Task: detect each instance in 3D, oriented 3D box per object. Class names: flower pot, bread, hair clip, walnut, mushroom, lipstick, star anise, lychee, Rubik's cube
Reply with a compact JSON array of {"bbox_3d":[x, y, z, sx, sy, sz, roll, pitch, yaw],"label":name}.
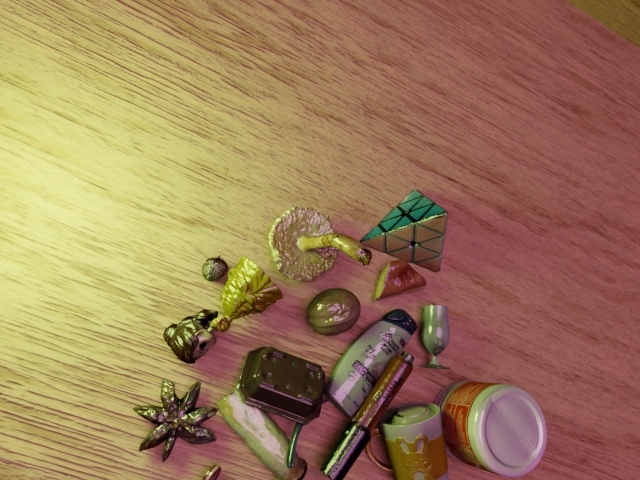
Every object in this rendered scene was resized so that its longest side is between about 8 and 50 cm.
[{"bbox_3d":[-0.093,0.387,1.270,0.251,0.084,0.178,23,45,-9],"label":"flower pot"},{"bbox_3d":[0.255,0.124,1.506,0.193,0.067,0.119,-9,87,-20],"label":"bread"},{"bbox_3d":[-0.051,0.520,1.272,0.070,0.039,0.229,41,45,-6],"label":"hair clip"},{"bbox_3d":[0.042,0.213,1.373,0.162,0.140,0.140,-23,84,-33],"label":"walnut"},{"bbox_3d":[-0.276,0.663,1.163,0.102,0.123,0.138,30,60,21],"label":"hair clip"},{"bbox_3d":[0.007,-0.012,1.350,0.232,0.302,0.208,58,32,-12],"label":"mushroom"},{"bbox_3d":[0.144,0.498,1.311,0.077,0.077,0.418,41,70,-5],"label":"lipstick"},{"bbox_3d":[-0.378,0.458,1.194,0.213,0.073,0.196,-16,76,-19],"label":"star anise"},{"bbox_3d":[-0.306,0.081,1.323,0.067,0.068,0.083,29,86,21],"label":"lychee"},{"bbox_3d":[-0.156,0.539,1.249,0.100,0.081,0.312,-38,89,-29],"label":"mushroom"},{"bbox_3d":[0.314,-0.037,1.528,0.229,0.233,0.228,34,108,29],"label":"Rubik's cube"}]

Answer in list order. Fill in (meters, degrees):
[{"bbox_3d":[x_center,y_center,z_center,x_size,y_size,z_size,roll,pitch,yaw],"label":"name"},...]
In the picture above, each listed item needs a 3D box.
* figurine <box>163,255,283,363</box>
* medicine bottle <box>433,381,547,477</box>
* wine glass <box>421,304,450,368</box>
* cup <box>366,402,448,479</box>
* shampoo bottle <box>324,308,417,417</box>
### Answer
[{"bbox_3d":[-0.270,0.211,1.259,0.168,0.187,0.315,47,75,-8],"label":"figurine"},{"bbox_3d":[0.506,0.561,1.387,0.253,0.241,0.252,4,75,-18],"label":"medicine bottle"},{"bbox_3d":[0.374,0.313,1.486,0.093,0.093,0.202,8,75,-17],"label":"wine glass"},{"bbox_3d":[0.253,0.610,1.340,0.242,0.185,0.225,-14,86,13],"label":"cup"},{"bbox_3d":[0.154,0.357,1.405,0.134,0.078,0.359,45,67,-4],"label":"shampoo bottle"}]
